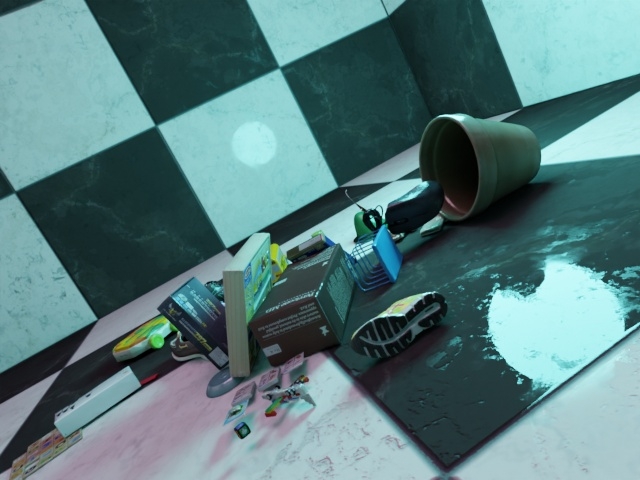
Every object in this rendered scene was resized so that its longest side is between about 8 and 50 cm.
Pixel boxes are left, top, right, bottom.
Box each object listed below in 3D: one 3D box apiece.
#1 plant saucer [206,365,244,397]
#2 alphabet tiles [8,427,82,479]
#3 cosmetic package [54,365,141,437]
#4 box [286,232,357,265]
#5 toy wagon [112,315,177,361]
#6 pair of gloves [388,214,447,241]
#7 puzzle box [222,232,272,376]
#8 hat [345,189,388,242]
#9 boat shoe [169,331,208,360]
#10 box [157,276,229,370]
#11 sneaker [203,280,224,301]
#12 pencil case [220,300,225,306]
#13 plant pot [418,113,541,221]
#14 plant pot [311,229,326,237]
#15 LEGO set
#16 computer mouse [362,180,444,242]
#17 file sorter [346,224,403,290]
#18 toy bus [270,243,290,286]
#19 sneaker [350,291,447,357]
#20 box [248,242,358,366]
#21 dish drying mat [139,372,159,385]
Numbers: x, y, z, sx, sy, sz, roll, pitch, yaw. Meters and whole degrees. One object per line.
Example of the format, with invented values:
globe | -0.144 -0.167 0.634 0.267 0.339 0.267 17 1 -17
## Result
plant saucer | -0.237 0.345 1.154 0.119 0.021 0.119 -26 11 6
alphabet tiles | -0.787 0.596 1.329 0.198 0.009 0.237 -34 14 -27
cosmetic package | -0.673 0.482 1.400 0.239 0.060 0.099 -33 14 -26
box | 0.014 0.063 1.461 0.136 0.225 0.036 -28 52 23
toy wagon | -0.686 0.376 1.904 0.267 0.068 0.344 -20 14 32
pair of gloves | 0.338 -0.064 1.588 0.240 0.042 0.204 -17 16 45
puzzle box | -0.186 0.150 1.267 0.052 0.272 0.409 -1 14 3
hat | 0.163 -0.108 1.808 0.208 0.183 0.173 -14 18 49
boat shoe | -0.392 0.312 1.452 0.324 0.096 0.116 -14 18 48
box | -0.310 0.218 1.256 0.059 0.232 0.183 -42 5 10
sneaker | -0.427 0.211 1.950 0.267 0.106 0.101 -30 11 -19
pencil case | -0.305 0.259 1.540 0.088 0.086 0.206 -2 2 -24
plant pot | 0.509 -0.247 1.442 0.280 0.323 0.323 -14 8 -17
plant pot | 0.000 0.000 1.967 0.083 0.079 0.083 -26 12 6
LEGO set | -0.102 0.323 0.938 0.182 0.060 0.244 -31 3 0
computer mouse | 0.275 -0.075 1.405 0.272 0.188 0.072 -34 37 -3
file sorter | 0.154 0.052 1.319 0.104 0.118 0.170 -26 11 24
toy bus | -0.191 0.104 1.820 0.108 0.130 0.332 -27 12 2
sneaker | 0.152 0.170 0.935 0.209 0.081 0.094 -23 3 -13
box | -0.029 0.155 1.231 0.191 0.143 0.381 -23 14 17
dish drying mat | -0.550 0.444 1.457 0.083 0.008 0.032 -28 11 3
